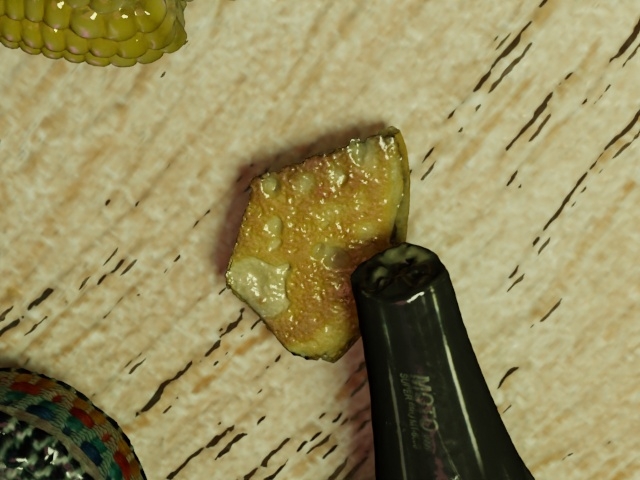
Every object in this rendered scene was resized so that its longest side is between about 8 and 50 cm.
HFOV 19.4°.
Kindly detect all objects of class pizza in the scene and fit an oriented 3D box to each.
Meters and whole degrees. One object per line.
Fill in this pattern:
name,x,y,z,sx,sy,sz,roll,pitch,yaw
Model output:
pizza,0.000,0.000,1.104,0.099,0.036,0.160,15,113,-1

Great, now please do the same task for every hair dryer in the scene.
hair dryer,-0.035,0.161,1.144,0.359,0.120,0.304,-8,120,20

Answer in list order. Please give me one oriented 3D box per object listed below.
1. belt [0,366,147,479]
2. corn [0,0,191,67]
belt,-0.240,0.202,1.113,0.295,0.160,0.207,-33,93,9
corn,-0.206,-0.176,1.004,0.346,0.130,0.130,11,114,5
